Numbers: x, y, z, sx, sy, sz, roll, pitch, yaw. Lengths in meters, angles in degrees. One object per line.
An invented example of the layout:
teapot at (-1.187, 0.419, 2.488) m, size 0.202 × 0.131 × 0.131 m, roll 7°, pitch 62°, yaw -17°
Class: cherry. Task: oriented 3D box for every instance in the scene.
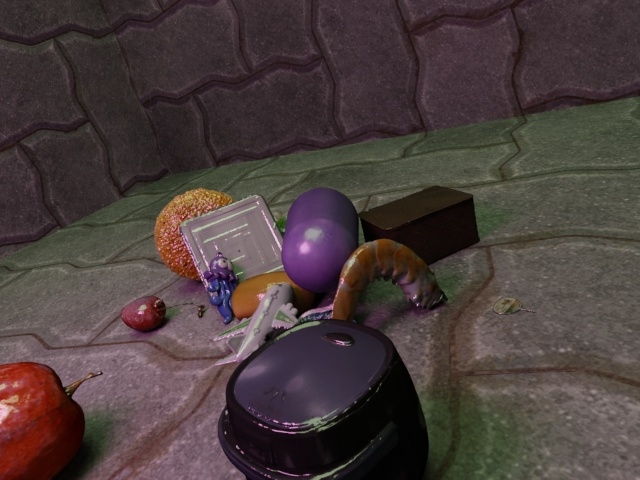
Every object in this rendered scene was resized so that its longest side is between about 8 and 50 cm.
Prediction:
cherry at (-0.433, 0.197, 1.280) m, size 0.226 × 0.090 × 0.107 m, roll -3°, pitch 11°, yaw 8°

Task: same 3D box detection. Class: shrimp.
shrimp at (0.129, 0.091, 0.986) m, size 0.287 × 0.185 × 0.068 m, roll -21°, pitch -3°, yaw -32°

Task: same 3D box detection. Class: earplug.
earplug at (0.000, 0.000, 1.188) m, size 0.215 × 0.215 × 0.456 m, roll -14°, pitch 13°, yaw 5°

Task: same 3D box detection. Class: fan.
fan at (0.393, 0.132, 0.966) m, size 0.080 × 0.003 × 0.060 m, roll -7°, pitch 24°, yaw 22°

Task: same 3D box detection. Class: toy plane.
toy plane at (-0.119, 0.185, 1.032) m, size 0.251 × 0.101 × 0.255 m, roll -16°, pitch 22°, yaw 35°

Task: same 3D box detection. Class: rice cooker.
rice cooker at (0.008, 0.256, 0.635) m, size 0.267 × 0.224 × 0.267 m, roll -12°, pitch 22°, yaw 5°

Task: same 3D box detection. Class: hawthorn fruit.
hawthorn fruit at (-0.521, 0.316, 0.843) m, size 0.272 × 0.241 × 0.242 m, roll -28°, pitch 24°, yaw -28°

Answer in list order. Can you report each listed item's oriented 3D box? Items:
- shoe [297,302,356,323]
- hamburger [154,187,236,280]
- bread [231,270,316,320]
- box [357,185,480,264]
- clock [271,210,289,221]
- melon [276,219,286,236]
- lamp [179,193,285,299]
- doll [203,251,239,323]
shoe at (0.013, 0.183, 1.039) m, size 0.143 × 0.064 × 0.071 m, roll -18°, pitch 39°, yaw 8°
hamburger at (-0.363, -0.018, 1.469) m, size 0.302 × 0.302 × 0.170 m, roll -25°, pitch 2°, yaw -21°
bread at (-0.121, 0.133, 1.199) m, size 0.217 × 0.098 × 0.147 m, roll -11°, pitch 25°, yaw 15°
box at (0.264, -0.033, 1.275) m, size 0.273 × 0.143 × 0.184 m, roll -22°, pitch 22°, yaw -16°
clock at (-0.141, -0.047, 1.642) m, size 0.231 × 0.103 × 0.144 m, roll 7°, pitch 29°, yaw 40°
melon at (-0.113, 0.000, 1.503) m, size 0.209 × 0.118 × 0.064 m, roll -7°, pitch 28°, yaw 35°
lamp at (-0.237, 0.021, 1.364) m, size 0.266 × 0.269 × 0.047 m, roll -24°, pitch -14°, yaw -16°
doll at (-0.256, 0.122, 1.252) m, size 0.067 × 0.205 × 0.110 m, roll -27°, pitch -26°, yaw 29°
